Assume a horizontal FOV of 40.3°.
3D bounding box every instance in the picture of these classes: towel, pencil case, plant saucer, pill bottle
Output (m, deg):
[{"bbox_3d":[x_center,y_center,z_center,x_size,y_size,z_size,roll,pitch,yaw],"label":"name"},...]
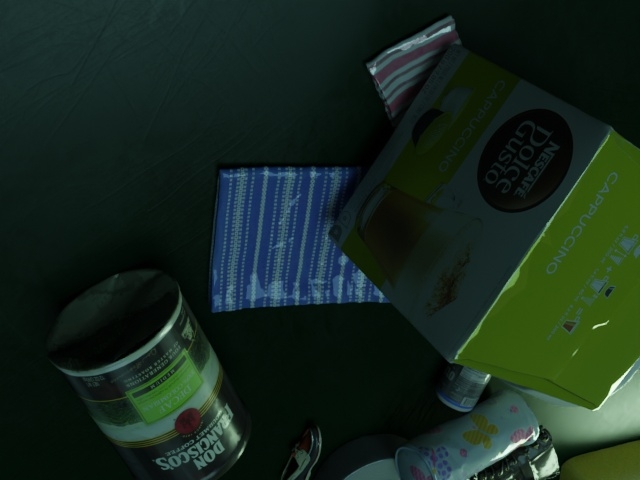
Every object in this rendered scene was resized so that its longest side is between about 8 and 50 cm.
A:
[{"bbox_3d":[0.000,0.000,1.338,0.336,0.040,0.243,-2,119,-19],"label":"towel"},{"bbox_3d":[0.264,0.368,1.571,0.273,0.113,0.124,-19,154,-32],"label":"pencil case"},{"bbox_3d":[0.676,0.592,1.923,0.332,0.081,0.333,-10,123,-15],"label":"plant saucer"},{"bbox_3d":[0.266,0.229,1.550,0.078,0.078,0.137,13,114,-27],"label":"pill bottle"},{"bbox_3d":[0.164,-0.214,1.277,0.144,0.029,0.197,-31,125,-1],"label":"towel"}]

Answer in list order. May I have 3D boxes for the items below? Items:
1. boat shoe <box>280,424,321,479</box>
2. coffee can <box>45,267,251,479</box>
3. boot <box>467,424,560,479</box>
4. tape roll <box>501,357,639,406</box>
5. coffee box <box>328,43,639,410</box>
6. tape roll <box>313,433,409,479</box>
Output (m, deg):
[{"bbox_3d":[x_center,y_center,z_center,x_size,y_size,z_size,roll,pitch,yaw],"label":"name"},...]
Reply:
[{"bbox_3d":[-0.034,0.384,1.551,0.043,0.049,0.137,6,122,-21],"label":"boat shoe"},{"bbox_3d":[-0.243,0.207,1.271,0.201,0.201,0.275,-26,125,-4],"label":"coffee can"},{"bbox_3d":[0.354,0.438,1.717,0.229,0.091,0.263,-36,129,-4],"label":"boot"},{"bbox_3d":[0.393,0.121,1.410,0.100,0.286,0.286,25,108,-31],"label":"tape roll"},{"bbox_3d":[0.289,-0.016,1.222,0.338,0.334,0.338,23,105,-38],"label":"coffee box"},{"bbox_3d":[0.097,0.467,1.634,0.219,0.072,0.219,-10,122,-16],"label":"tape roll"}]
